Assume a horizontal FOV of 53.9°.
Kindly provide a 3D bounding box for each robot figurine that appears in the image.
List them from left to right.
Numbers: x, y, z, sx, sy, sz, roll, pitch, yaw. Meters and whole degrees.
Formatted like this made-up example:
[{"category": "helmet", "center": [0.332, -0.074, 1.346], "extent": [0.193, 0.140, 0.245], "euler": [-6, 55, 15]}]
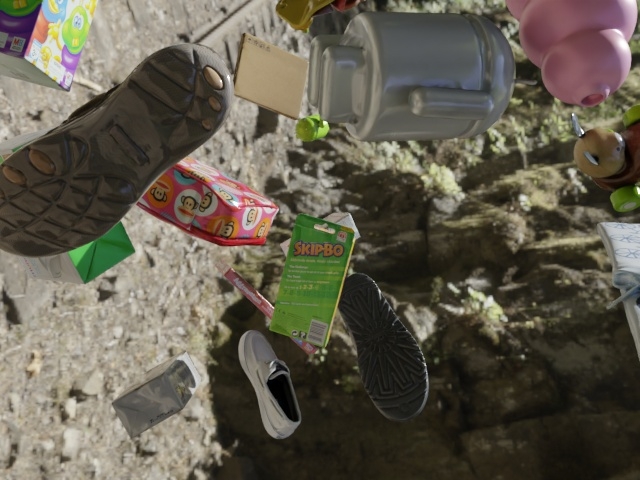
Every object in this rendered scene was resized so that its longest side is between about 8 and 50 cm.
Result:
[{"category": "robot figurine", "center": [-0.024, -0.309, 1.732], "extent": [0.115, 0.101, 0.067], "euler": [-28, 101, -52]}, {"category": "robot figurine", "center": [0.160, -0.262, 1.016], "extent": [0.300, 0.353, 0.200], "euler": [-113, -156, -53]}]

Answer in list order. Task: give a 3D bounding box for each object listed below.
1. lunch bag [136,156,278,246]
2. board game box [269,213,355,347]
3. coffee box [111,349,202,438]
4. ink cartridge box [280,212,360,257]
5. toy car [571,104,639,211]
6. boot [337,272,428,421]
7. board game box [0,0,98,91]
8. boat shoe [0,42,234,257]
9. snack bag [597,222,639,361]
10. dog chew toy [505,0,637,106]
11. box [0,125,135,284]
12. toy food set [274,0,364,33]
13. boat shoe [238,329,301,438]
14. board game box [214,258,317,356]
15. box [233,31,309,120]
[{"category": "lunch bag", "center": [-0.240, -0.093, 1.310], "extent": [0.258, 0.293, 0.120], "euler": [-4, 120, -65]}, {"category": "board game box", "center": [-0.016, 0.080, 1.275], "extent": [0.039, 0.124, 0.260], "euler": [-49, 154, -70]}, {"category": "coffee box", "center": [-0.385, 0.361, 1.513], "extent": [0.098, 0.141, 0.246], "euler": [61, 0, -2]}, {"category": "ink cartridge box", "center": [0.000, 0.000, 1.422], "extent": [0.063, 0.150, 0.109], "euler": [63, -18, -12]}, {"category": "toy car", "center": [0.499, -0.158, 1.078], "extent": [0.188, 0.149, 0.155], "euler": [13, 54, -34]}, {"category": "boot", "center": [0.179, 0.325, 1.590], "extent": [0.445, 0.146, 0.367], "euler": [68, 2, -58]}, {"category": "board game box", "center": [-0.432, -0.391, 0.947], "extent": [0.142, 0.144, 0.275], "euler": [64, 41, -83]}, {"category": "boat shoe", "center": [-0.246, -0.102, 0.745], "extent": [0.132, 0.355, 0.130], "euler": [56, 11, -20]}, {"category": "snack bag", "center": [0.422, 0.048, 0.541], "extent": [0.342, 0.323, 0.037], "euler": [-47, 136, -62]}, {"category": "dog chew toy", "center": [0.410, -0.368, 1.022], "extent": [0.206, 0.206, 0.332], "euler": [60, 27, -66]}, {"category": "box", "center": [-0.499, -0.066, 1.165], "extent": [0.127, 0.231, 0.262], "euler": [-40, 120, -41]}, {"category": "toy food set", "center": [0.026, -0.436, 1.140], "extent": [0.128, 0.218, 0.071], "euler": [52, -8, 50]}, {"category": "boat shoe", "center": [-0.104, 0.305, 1.403], "extent": [0.095, 0.084, 0.258], "euler": [-2, 55, -43]}, {"category": "board game box", "center": [-0.128, 0.154, 1.463], "extent": [0.281, 0.027, 0.145], "euler": [46, -7, -17]}, {"category": "box", "center": [-0.127, -0.419, 1.619], "extent": [0.201, 0.021, 0.165], "euler": [15, 82, -35]}]
